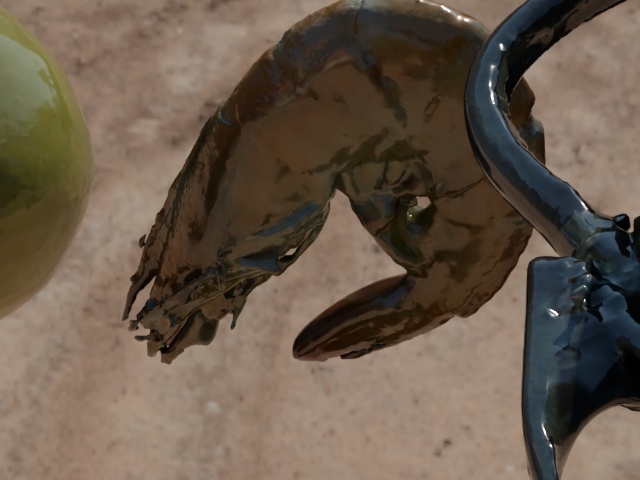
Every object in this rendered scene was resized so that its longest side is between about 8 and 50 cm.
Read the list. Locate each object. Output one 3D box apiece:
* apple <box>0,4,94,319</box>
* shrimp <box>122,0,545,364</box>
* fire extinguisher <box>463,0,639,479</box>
[{"bbox_3d":[-0.285,-0.052,0.976,0.262,0.262,0.262,7,32,-4],"label":"apple"},{"bbox_3d":[0.001,-0.002,0.619,0.133,0.236,0.053,34,35,-13],"label":"shrimp"},{"bbox_3d":[0.193,-0.052,0.417,0.376,0.113,0.200,-26,18,-5],"label":"fire extinguisher"}]
